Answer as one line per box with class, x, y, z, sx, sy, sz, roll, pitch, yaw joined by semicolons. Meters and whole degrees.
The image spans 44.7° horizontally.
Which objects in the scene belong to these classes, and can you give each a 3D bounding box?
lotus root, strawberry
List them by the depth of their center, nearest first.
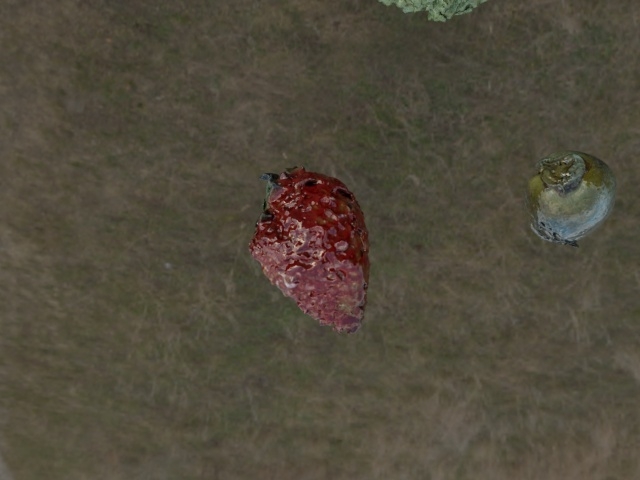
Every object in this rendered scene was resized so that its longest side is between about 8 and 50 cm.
lotus root;0.245;-0.036;0.768;0.088;0.088;0.165;-3;165;13
strawberry;-0.002;-0.003;0.851;0.141;0.192;0.085;12;152;-19

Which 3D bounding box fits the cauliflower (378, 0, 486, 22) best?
cauliflower;0.115;-0.395;0.879;0.327;0.281;0.260;-16;122;-34
